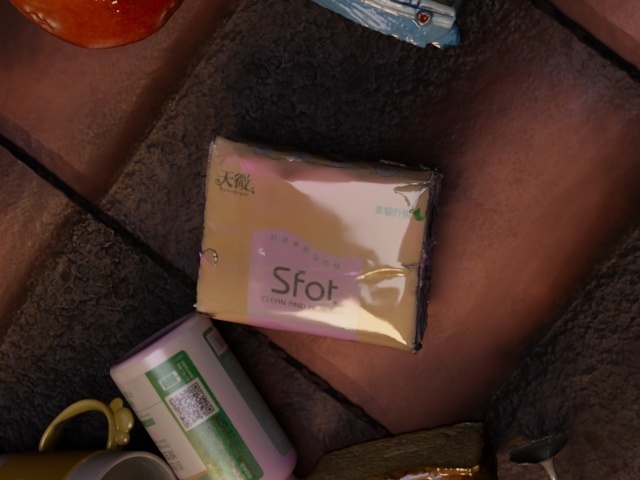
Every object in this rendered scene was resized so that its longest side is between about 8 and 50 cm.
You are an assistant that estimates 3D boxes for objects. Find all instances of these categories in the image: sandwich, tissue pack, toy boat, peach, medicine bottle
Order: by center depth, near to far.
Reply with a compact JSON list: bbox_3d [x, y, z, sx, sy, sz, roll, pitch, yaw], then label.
[{"bbox_3d":[-0.241,-0.318,1.453,0.243,0.243,0.199,34,63,1],"label":"peach"},{"bbox_3d":[0.063,-0.286,1.475,0.215,0.088,0.102,22,114,2],"label":"toy boat"},{"bbox_3d":[0.000,0.000,1.531,0.257,0.123,0.215,10,105,15],"label":"tissue pack"},{"bbox_3d":[0.089,0.268,1.539,0.215,0.186,0.065,-14,96,10],"label":"sandwich"},{"bbox_3d":[-0.116,0.225,1.590,0.133,0.133,0.274,-33,94,14],"label":"medicine bottle"}]

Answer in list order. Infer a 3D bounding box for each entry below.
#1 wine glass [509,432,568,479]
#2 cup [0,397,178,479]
[{"bbox_3d":[0.300,0.350,1.582,0.074,0.074,0.262,-23,98,13],"label":"wine glass"},{"bbox_3d":[-0.286,0.300,1.600,0.226,0.185,0.241,-1,75,34],"label":"cup"}]
